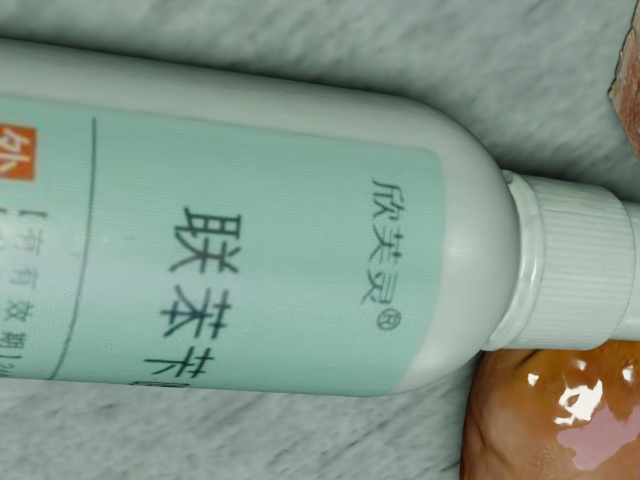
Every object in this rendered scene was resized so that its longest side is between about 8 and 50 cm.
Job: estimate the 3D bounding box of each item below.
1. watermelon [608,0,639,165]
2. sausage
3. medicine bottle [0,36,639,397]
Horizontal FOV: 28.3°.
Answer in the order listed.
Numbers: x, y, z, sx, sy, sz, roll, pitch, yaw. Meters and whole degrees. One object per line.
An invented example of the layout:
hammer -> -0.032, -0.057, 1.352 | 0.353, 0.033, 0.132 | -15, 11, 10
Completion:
watermelon -> 0.144, -0.059, 0.473 | 0.072, 0.092, 0.084 | 27, 121, 14
sausage -> 0.122, 0.124, 0.618 | 0.113, 0.113, 0.259 | -9, 134, -9
medicine bottle -> 0.000, 0.000, 0.452 | 0.352, 0.110, 0.110 | 6, 131, -21
